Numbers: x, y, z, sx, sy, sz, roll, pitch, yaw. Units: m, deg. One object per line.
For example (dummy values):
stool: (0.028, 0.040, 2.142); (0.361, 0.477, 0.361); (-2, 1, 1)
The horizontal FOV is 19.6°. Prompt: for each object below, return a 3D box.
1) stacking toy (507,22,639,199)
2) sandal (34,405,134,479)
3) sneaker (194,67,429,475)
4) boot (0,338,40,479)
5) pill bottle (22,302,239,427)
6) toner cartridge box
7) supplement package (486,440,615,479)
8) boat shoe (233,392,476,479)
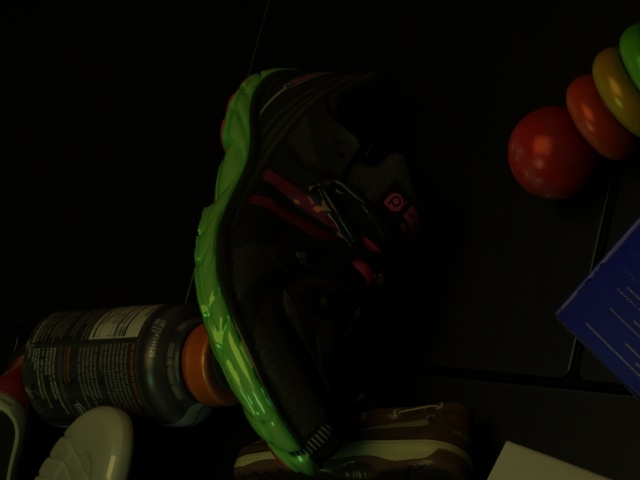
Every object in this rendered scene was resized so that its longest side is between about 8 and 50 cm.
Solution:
stacking toy: (0.308, -0.152, 1.700); (0.330, 0.141, 0.141); (-36, 51, 27)
sandal: (-0.259, 0.367, 1.924); (0.169, 0.102, 0.416); (31, 103, 55)
sneaker: (0.000, 0.000, 1.793); (0.202, 0.185, 0.483); (-11, 50, 17)
boot: (-0.355, 0.234, 2.076); (0.176, 0.088, 0.244); (-64, -4, -61)
pill bottle: (-0.186, 0.133, 1.946); (0.245, 0.130, 0.130); (-4, 67, 37)
toner cartridge box: (0.366, 0.113, 1.554); (0.165, 0.075, 0.348); (-50, 48, 10)
supplement package: (0.256, 0.304, 1.459); (0.293, 0.175, 0.178); (16, 73, 47)
boat shoe: (0.037, 0.198, 1.777); (0.257, 0.095, 0.095); (-5, 53, 30)
